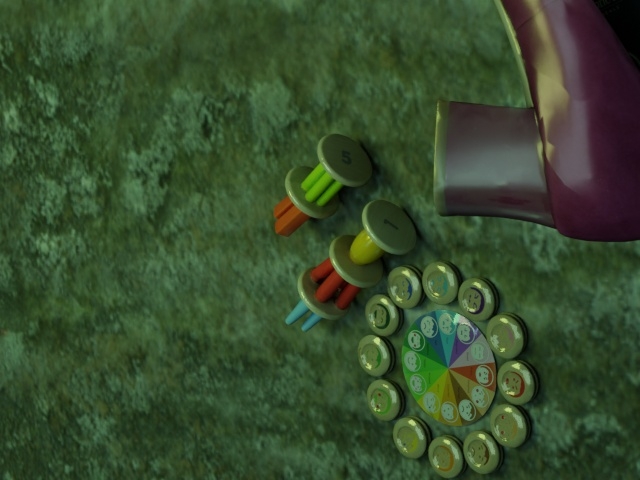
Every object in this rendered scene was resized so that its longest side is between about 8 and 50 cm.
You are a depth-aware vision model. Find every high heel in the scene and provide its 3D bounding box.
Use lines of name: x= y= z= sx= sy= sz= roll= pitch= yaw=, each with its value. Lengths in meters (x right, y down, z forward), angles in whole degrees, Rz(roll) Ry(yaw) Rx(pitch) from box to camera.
high heel: x=0.179 y=-0.189 z=1.237 sx=0.181 sy=0.127 sz=0.377 roll=4 pitch=93 yaw=15

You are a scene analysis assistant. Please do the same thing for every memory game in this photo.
memory game: x=0.101 y=0.107 z=1.541 sx=0.186 sy=0.012 sz=0.186 roll=11 pitch=107 yaw=40

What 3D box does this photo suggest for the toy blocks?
toy blocks: x=0.000 y=0.000 z=1.578 sx=0.148 sy=0.054 sz=0.123 roll=-46 pitch=70 yaw=39

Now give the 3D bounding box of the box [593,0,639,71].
box: x=0.308 y=-0.126 z=1.241 sx=0.261 sy=0.103 sz=0.184 roll=-25 pitch=80 yaw=43
